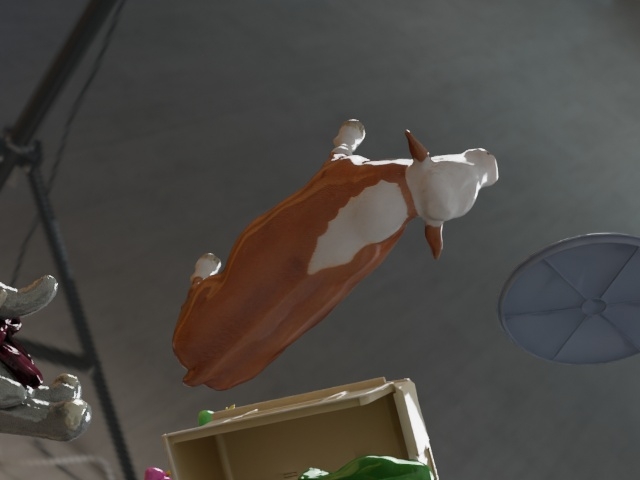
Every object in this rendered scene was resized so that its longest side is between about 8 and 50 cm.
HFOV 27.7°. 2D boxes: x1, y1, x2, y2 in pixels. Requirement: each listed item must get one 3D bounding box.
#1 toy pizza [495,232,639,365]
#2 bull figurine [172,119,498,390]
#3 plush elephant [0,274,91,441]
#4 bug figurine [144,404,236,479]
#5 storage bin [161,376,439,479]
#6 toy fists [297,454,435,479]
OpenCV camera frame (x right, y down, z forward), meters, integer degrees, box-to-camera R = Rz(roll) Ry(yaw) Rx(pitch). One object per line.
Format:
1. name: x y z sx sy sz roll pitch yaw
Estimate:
1. toy pizza: 0.283 0.058 1.352 0.201 0.201 0.032 25 40 -23
2. bull figurine: 0.000 0.000 1.061 0.101 0.310 0.188 49 13 -14
3. plush elephant: -0.494 0.143 1.932 0.330 0.255 0.272 5 2 -7
4. bug figurine: -0.148 0.369 1.919 0.216 0.279 0.072 39 -11 24
5. storage bin: -0.003 0.303 1.419 0.123 0.260 0.262 -15 91 -70
6. toy fists: 0.062 0.322 1.119 0.142 0.279 0.096 -1 2 27
